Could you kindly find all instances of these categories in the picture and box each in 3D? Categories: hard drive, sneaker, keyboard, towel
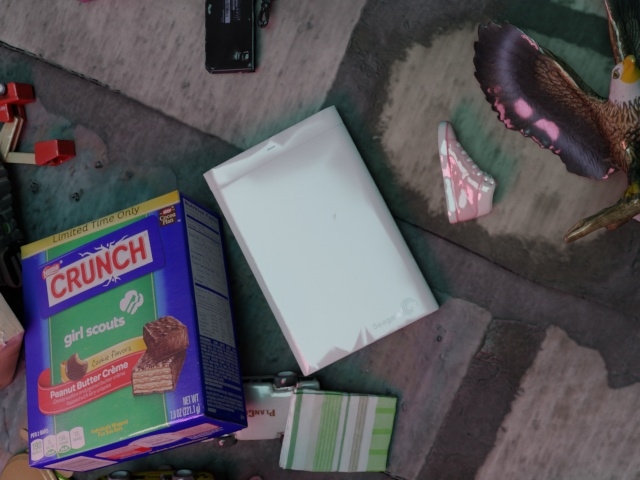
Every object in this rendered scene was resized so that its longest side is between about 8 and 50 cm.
[{"bbox_3d":[0.000,0.000,1.105,0.203,0.040,0.307,-27,85,4],"label":"hard drive"},{"bbox_3d":[0.192,-0.092,1.058,0.070,0.051,0.134,-8,94,14],"label":"sneaker"},{"bbox_3d":[-0.111,-0.326,1.145,0.108,0.023,0.180,2,94,22],"label":"keyboard"},{"bbox_3d":[0.024,0.257,1.103,0.152,0.023,0.113,7,98,-19],"label":"towel"},{"bbox_3d":[-0.531,-0.030,1.236,0.132,0.086,0.228,-9,102,22],"label":"sneaker"}]

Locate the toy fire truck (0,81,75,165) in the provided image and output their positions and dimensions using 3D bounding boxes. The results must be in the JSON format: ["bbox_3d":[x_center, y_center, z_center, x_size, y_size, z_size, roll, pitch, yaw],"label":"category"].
[{"bbox_3d":[-0.477,-0.169,1.243,0.192,0.047,0.135,-10,92,17],"label":"toy fire truck"}]

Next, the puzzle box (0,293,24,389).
[{"bbox_3d":[-0.571,0.022,1.191,0.409,0.052,0.272,53,147,8],"label":"puzzle box"}]

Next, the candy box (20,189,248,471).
[{"bbox_3d":[-0.258,0.124,1.107,0.268,0.122,0.317,-19,63,16],"label":"candy box"}]

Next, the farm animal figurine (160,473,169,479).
[{"bbox_3d":[-0.062,0.454,1.012,0.172,0.330,0.326,-26,61,9],"label":"farm animal figurine"}]

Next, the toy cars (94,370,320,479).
[{"bbox_3d":[-0.160,0.300,1.164,0.394,0.087,0.176,-44,93,10],"label":"toy cars"}]

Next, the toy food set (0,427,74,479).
[{"bbox_3d":[-0.445,0.393,1.276,0.132,0.038,0.192,32,106,19],"label":"toy food set"}]

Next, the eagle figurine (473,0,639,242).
[{"bbox_3d":[0.346,-0.167,0.963,0.226,0.225,0.298,-5,55,-22],"label":"eagle figurine"}]
